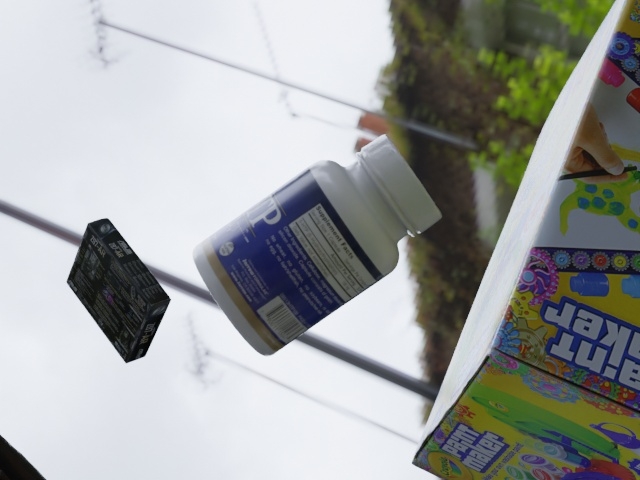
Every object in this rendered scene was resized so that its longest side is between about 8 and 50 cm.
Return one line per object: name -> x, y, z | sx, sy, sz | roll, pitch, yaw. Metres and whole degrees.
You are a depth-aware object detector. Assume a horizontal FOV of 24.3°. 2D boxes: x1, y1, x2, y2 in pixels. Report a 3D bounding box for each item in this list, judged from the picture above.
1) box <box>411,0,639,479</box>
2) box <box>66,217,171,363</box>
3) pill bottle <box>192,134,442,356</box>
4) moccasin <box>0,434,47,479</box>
box -> 0.206, 0.026, 0.970 | 0.290, 0.177, 0.279 | 106, -172, -69
box -> -0.145, 0.036, 1.058 | 0.018, 0.083, 0.067 | -19, -31, -40
pill bottle -> 0.000, 0.000, 1.212 | 0.186, 0.112, 0.112 | -35, -35, 3
moccasin -> -0.352, 0.251, 1.468 | 0.380, 0.147, 0.139 | 37, -126, -22
